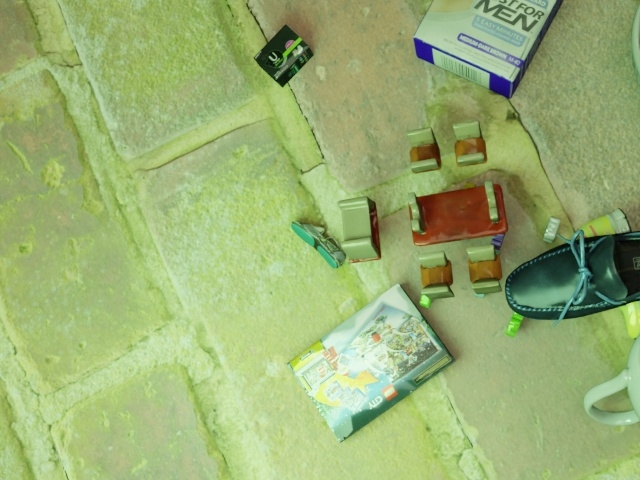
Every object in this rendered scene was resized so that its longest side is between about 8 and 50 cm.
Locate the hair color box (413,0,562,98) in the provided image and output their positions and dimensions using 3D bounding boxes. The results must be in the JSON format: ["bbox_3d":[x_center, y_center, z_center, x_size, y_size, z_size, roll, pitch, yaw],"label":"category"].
[{"bbox_3d":[0.316,-0.433,1.418,0.185,0.110,0.339,27,87,13],"label":"hair color box"}]

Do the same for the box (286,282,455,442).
[{"bbox_3d":[0.083,0.202,1.409,0.233,0.044,0.159,-36,78,4],"label":"box"}]

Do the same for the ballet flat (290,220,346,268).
[{"bbox_3d":[0.000,0.000,1.457,0.114,0.041,0.041,43,92,12],"label":"ballet flat"}]

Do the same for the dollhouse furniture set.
[{"bbox_3d":[0.166,-0.033,1.364,0.259,0.135,0.262,-8,76,14],"label":"dollhouse furniture set"}]

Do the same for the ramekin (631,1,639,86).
[{"bbox_3d":[0.621,-0.305,1.337,0.273,0.127,0.273,-1,83,10],"label":"ramekin"}]

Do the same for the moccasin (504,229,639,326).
[{"bbox_3d":[0.435,0.031,1.259,0.342,0.117,0.138,-19,74,19],"label":"moccasin"}]

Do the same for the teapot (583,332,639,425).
[{"bbox_3d":[0.570,0.231,1.258,0.252,0.187,0.256,-38,51,-17],"label":"teapot"}]

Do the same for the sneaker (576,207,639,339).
[{"bbox_3d":[0.464,0.060,1.350,0.094,0.081,0.208,-15,75,16],"label":"sneaker"}]

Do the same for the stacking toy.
[{"bbox_3d":[0.279,0.032,1.397,0.167,0.052,0.221,21,89,13],"label":"stacking toy"}]

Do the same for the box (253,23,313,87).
[{"bbox_3d":[-0.064,-0.325,1.497,0.062,0.052,0.083,44,93,12],"label":"box"}]
